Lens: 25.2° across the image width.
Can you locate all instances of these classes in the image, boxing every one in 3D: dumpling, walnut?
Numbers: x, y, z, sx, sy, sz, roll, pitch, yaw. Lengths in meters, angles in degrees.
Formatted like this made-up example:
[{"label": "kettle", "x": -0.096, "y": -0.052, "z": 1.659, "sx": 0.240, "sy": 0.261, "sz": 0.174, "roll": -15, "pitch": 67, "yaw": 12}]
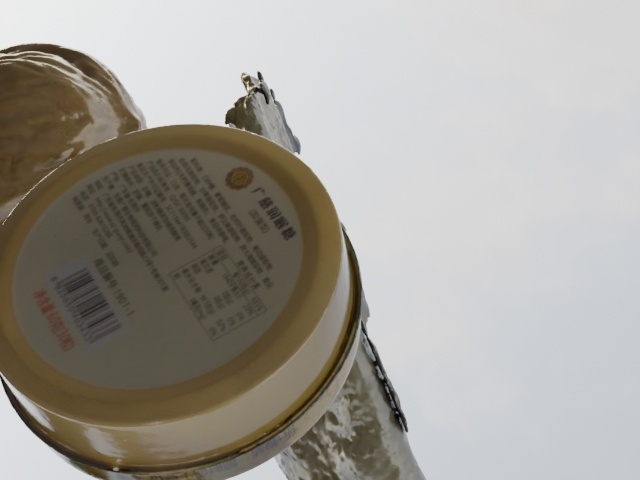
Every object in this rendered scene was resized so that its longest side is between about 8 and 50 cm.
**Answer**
[{"label": "dumpling", "x": -0.009, "y": 0.054, "z": 0.841, "sx": 0.086, "sy": 0.332, "sz": 0.166, "roll": -19, "pitch": -162, "yaw": -1}, {"label": "walnut", "x": -0.226, "y": -0.053, "z": 1.084, "sx": 0.213, "sy": 0.213, "sz": 0.213, "roll": -18, "pitch": -132, "yaw": 21}]

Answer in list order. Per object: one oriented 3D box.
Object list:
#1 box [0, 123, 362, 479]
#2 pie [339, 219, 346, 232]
[{"label": "box", "x": -0.041, "y": 0.016, "z": 0.399, "sx": 0.106, "sy": 0.037, "sz": 0.105, "roll": -6, "pitch": -127, "yaw": 7}, {"label": "pie", "x": 0.000, "y": 0.000, "z": 1.335, "sx": 0.020, "sy": 0.084, "sz": 0.084, "roll": -31, "pitch": -143, "yaw": -33}]
